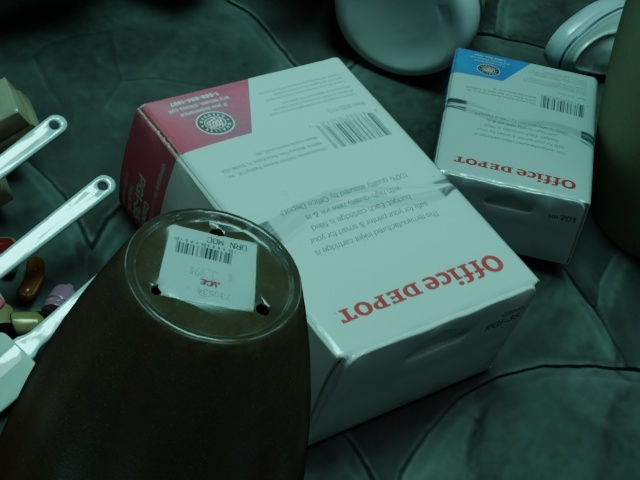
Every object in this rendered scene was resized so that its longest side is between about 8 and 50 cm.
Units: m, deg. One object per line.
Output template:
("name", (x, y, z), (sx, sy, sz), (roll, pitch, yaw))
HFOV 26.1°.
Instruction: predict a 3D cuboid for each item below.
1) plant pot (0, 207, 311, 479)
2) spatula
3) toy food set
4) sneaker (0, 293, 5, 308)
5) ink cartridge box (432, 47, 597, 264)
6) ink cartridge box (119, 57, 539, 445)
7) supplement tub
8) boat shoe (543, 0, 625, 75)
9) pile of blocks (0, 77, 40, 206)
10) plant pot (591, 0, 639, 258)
("plant pot", (-0.093, 0.095, 0.885), (0.215, 0.230, 0.215), (11, 44, -10))
("spatula", (-0.233, 0.014, 1.003), (0.168, 0.019, 0.242), (43, 62, 7))
("toy food set", (-0.227, 0.039, 1.044), (0.078, 0.019, 0.122), (-20, 52, -35))
("sneaker", (-0.284, 0.015, 0.924), (0.136, 0.116, 0.314), (-1, 82, -33))
("ink cartridge box", (0.174, -0.081, 1.261), (0.139, 0.082, 0.191), (13, 45, 2))
("ink cartridge box", (0.000, 0.000, 1.097), (0.207, 0.117, 0.283), (-18, 55, -34))
("supplement tub", (0.105, -0.275, 1.390), (0.144, 0.144, 0.200), (22, 44, 1))
("boat shoe", (0.335, -0.210, 1.459), (0.226, 0.083, 0.076), (-20, 56, -36))
("pile of blocks", (-0.367, -0.065, 0.998), (0.362, 0.149, 0.113), (-9, 53, -28))
("plant pot", (0.355, -0.111, 1.230), (0.256, 0.274, 0.257), (10, 44, -10))
